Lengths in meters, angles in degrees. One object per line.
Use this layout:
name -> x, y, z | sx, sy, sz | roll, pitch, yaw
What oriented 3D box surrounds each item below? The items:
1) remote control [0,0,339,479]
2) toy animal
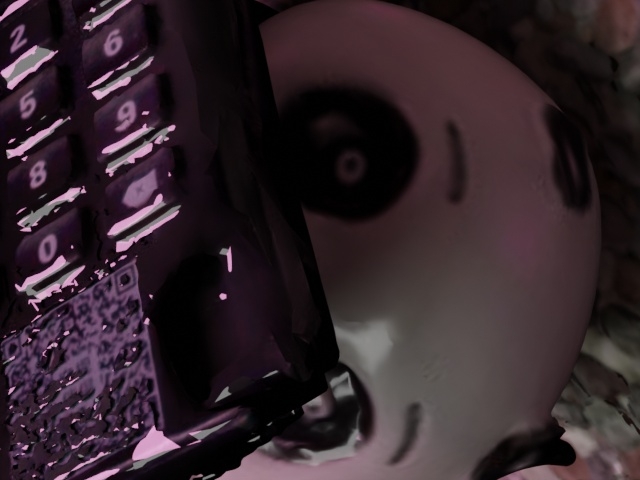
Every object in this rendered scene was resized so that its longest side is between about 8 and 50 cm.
remote control -> -0.081, -0.091, 0.524 | 0.144, 0.062, 0.399 | -29, 54, 23
toy animal -> -0.008, 0.000, 0.583 | 0.235, 0.165, 0.187 | 20, 107, 44
